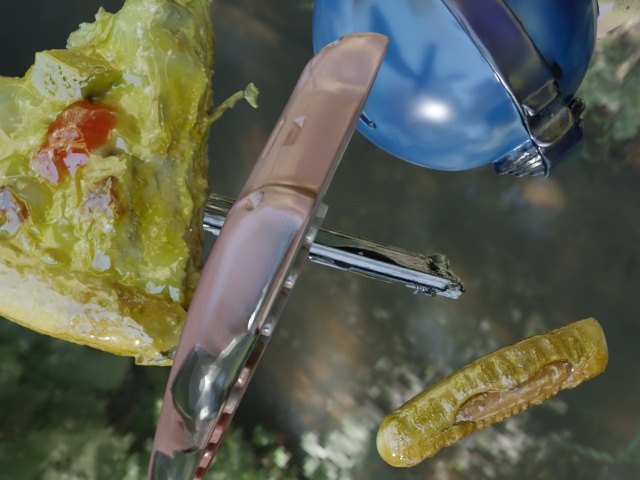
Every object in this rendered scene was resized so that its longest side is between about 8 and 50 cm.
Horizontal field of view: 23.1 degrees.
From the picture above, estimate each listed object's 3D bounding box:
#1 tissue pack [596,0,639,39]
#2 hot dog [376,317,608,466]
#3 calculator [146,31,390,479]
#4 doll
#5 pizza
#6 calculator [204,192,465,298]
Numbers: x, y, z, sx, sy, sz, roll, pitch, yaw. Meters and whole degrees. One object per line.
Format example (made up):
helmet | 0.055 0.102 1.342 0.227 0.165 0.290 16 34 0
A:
tissue pack | 0.199 -0.312 1.607 0.123 0.256 0.215 -44 63 41
hot dog | 0.091 0.077 0.807 0.028 0.137 0.044 -132 25 -54
calculator | -0.044 0.037 0.937 0.048 0.220 0.330 22 134 1
doll | 0.108 -0.175 1.288 0.284 0.240 0.310 53 176 -4
pizza | -0.157 -0.079 1.035 0.280 0.288 0.075 19 157 13
calculator | 0.000 -0.001 1.504 0.274 0.028 0.166 16 -172 -8
